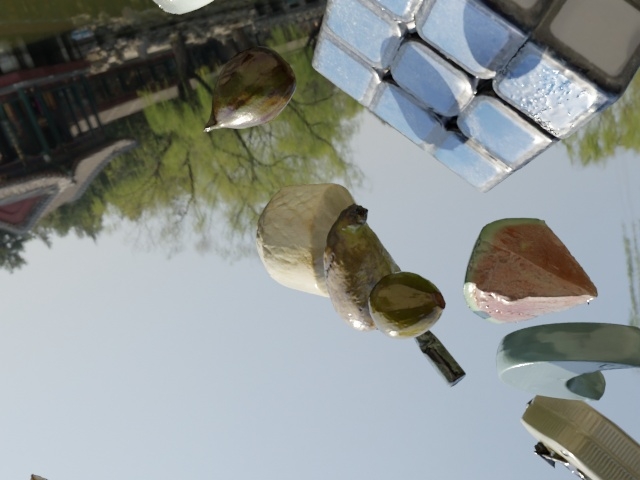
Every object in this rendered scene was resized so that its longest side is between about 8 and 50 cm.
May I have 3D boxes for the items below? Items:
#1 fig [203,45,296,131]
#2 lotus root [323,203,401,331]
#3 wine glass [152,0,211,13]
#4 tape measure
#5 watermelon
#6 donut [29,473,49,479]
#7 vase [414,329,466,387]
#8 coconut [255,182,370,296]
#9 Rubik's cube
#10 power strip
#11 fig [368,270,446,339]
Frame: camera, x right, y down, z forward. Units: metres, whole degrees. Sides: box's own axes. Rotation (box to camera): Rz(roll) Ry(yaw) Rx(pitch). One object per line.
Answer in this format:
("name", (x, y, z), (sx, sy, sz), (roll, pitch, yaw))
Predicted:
("fig", (-0.109, -0.205, 0.861), (0.154, 0.103, 0.109), (-41, -174, 1))
("lotus root", (0.051, 0.032, 0.781), (0.094, 0.191, 0.108), (-2, -144, 33))
("wine glass", (-0.206, -0.599, 1.208), (0.356, 0.191, 0.190), (-15, -162, 27))
("tape measure", (0.524, 0.412, 1.174), (0.133, 0.271, 0.231), (-53, -173, -5))
("watermelon", (0.473, 0.046, 1.396), (0.292, 0.251, 0.283), (-16, 158, 36))
("donut", (-0.512, 0.463, 1.112), (0.083, 0.067, 0.038), (14, -120, 29))
("vase", (0.292, 0.284, 1.580), (0.059, 0.060, 0.211), (-26, -119, -23))
("coconut", (0.000, 0.000, 1.569), (0.328, 0.329, 0.329), (-15, -160, 6))
("Rubik's cube", (0.203, -0.288, 0.695), (0.304, 0.301, 0.305), (-53, 179, -17))
("power strip", (0.321, 0.166, 0.809), (0.167, 0.253, 0.054), (6, -113, 10))
("fig", (0.097, 0.069, 0.650), (0.088, 0.074, 0.074), (-15, -164, 44))
